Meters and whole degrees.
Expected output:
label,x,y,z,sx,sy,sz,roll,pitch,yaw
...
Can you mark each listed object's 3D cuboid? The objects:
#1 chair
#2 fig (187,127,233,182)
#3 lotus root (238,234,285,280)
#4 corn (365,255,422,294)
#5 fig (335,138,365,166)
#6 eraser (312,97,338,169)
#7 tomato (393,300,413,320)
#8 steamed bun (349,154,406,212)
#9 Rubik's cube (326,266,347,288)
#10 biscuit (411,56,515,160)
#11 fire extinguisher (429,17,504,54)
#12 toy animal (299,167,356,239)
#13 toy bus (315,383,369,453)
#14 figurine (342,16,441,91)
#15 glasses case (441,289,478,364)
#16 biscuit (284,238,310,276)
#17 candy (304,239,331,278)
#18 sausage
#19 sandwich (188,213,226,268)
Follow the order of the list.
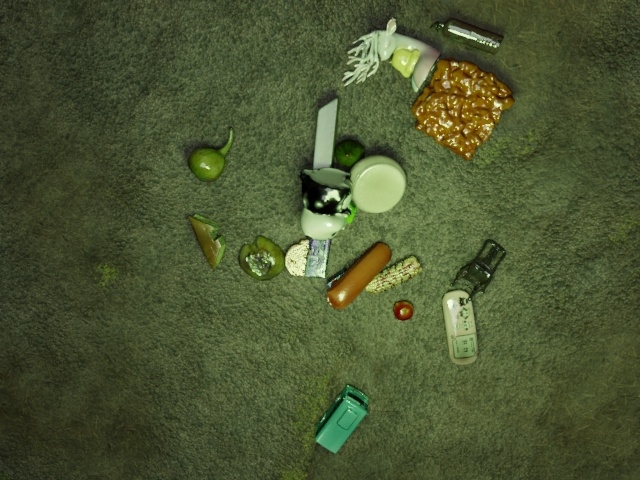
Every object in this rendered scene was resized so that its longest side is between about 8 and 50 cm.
label,x,y,z,sx,sy,sz,roll,pitch,yaw
chair,0.636,0.115,1.908,0.106,0.113,0.229,40,63,1
fig,-0.423,-0.350,1.928,0.149,0.149,0.245,44,81,-3
lotus root,-0.252,0.082,1.988,0.203,0.078,0.183,30,100,2
corn,0.291,0.149,1.941,0.253,0.086,0.086,-29,96,10
fig,0.106,-0.328,1.836,0.117,0.177,0.117,5,116,10
eraser,0.018,-0.375,1.867,0.077,0.111,0.353,7,100,6
tomato,0.343,0.291,1.964,0.087,0.075,0.087,0,97,3
steamed bun,0.212,-0.227,1.850,0.231,0.145,0.232,-3,122,-5
Rubik's cube,0.090,0.180,1.961,0.092,0.092,0.092,-34,95,10
biscuit,0.525,-0.504,1.798,0.318,0.110,0.312,32,102,0
fire extinguisher,0.537,-0.762,1.765,0.267,0.089,0.072,21,145,2
toy animal,0.028,-0.126,1.776,0.212,0.213,0.267,4,122,5
toy bus,0.092,0.759,2.031,0.128,0.147,0.256,34,102,-2
figurine,0.251,-0.665,1.759,0.315,0.206,0.284,33,90,4
glasses case,0.571,0.355,1.950,0.122,0.075,0.315,-9,97,5
biscuit,-0.063,0.072,1.981,0.170,0.050,0.170,0,91,-4
candy,0.000,0.000,1.928,0.088,0.061,0.313,9,88,4
sausage,0.160,0.132,1.879,0.097,0.094,0.348,47,68,-2
sandwich,-0.454,-0.011,1.985,0.088,0.090,0.245,-24,94,13
